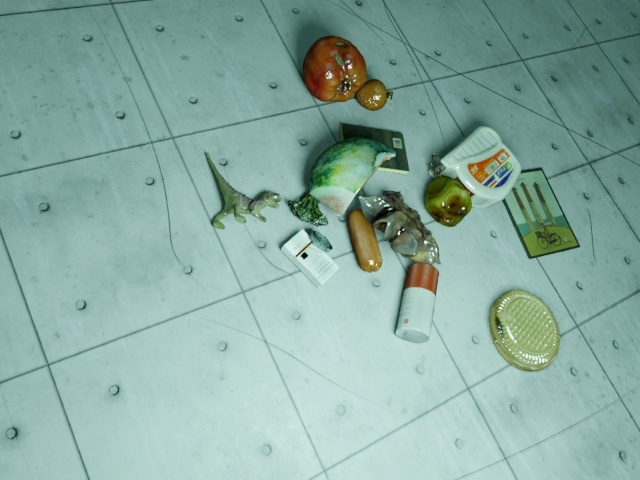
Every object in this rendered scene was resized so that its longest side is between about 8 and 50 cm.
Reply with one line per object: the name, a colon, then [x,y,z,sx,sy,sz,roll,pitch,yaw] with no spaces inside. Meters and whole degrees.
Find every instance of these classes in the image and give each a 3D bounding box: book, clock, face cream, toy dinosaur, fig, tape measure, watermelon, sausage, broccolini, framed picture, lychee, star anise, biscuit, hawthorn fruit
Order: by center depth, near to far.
toy dinosaur: [-0.243,-0.122,1.671,0.251,0.072,0.200,19,50,1]
clock: [0.000,0.000,1.696,0.085,0.017,0.085,40,17,-15]
face cream: [0.282,0.178,1.707,0.095,0.096,0.214,22,60,-11]
star anise: [0.231,-0.053,1.741,0.315,0.108,0.315,37,28,-23]
sausage: [0.130,0.002,1.743,0.076,0.076,0.198,-4,69,-23]
watermelon: [0.107,-0.219,1.767,0.223,0.180,0.305,12,43,32]
broccolini: [0.031,-0.127,1.781,0.271,0.062,0.123,-35,91,-33]
biscuit: [0.624,0.273,1.808,0.259,0.079,0.259,9,64,-18]
fig: [0.400,-0.130,1.875,0.154,0.144,0.166,9,49,-41]
hawthorn fruit: [0.032,-0.576,1.917,0.207,0.207,0.243,-9,57,-25]
book: [0.176,-0.300,1.933,0.228,0.024,0.160,5,64,-20]
lychee: [0.185,-0.491,1.982,0.140,0.114,0.101,-32,105,-12]
tape measure: [0.523,-0.240,1.985,0.258,0.130,0.265,-40,89,-27]
framed picture: [0.755,-0.102,2.078,0.244,0.013,0.324,-10,71,-26]

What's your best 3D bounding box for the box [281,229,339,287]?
box: [-0.029,0.051,1.676,0.154,0.040,0.084,46,58,3]
